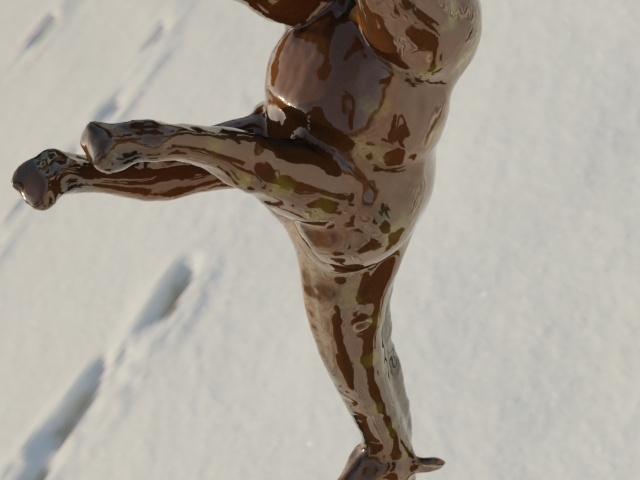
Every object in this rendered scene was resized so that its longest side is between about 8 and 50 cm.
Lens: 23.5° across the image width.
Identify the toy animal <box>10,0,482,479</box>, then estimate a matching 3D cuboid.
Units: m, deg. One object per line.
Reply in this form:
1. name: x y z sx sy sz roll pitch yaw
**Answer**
1. toy animal: 0.000 0.000 0.517 0.066 0.230 0.224 36 105 39
